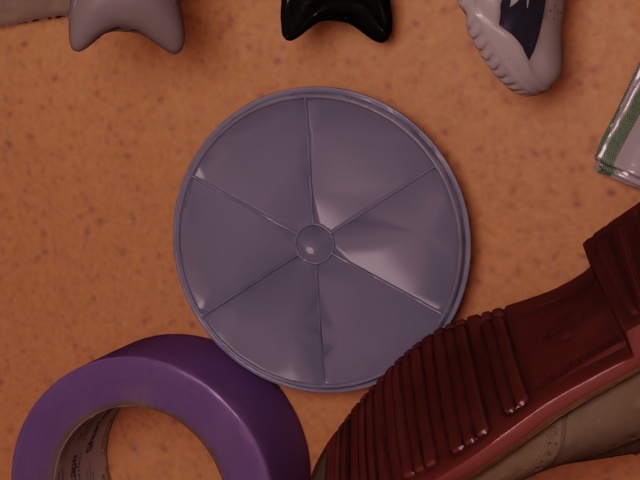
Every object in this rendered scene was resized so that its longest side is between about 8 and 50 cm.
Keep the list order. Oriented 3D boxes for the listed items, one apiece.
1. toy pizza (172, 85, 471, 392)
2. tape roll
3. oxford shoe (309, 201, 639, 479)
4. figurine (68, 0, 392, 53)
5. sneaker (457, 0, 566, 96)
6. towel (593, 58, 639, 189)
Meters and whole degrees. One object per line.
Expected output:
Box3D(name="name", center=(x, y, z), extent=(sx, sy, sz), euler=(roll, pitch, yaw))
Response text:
Box3D(name="toy pizza", center=(0.000, 0.000, 0.803), extent=(0.201, 0.032, 0.201), euler=(2, 99, 16))
Box3D(name="tape roll", center=(-0.107, 0.163, 0.834), extent=(0.189, 0.080, 0.188), euler=(3, 98, 18))
Box3D(name="oxford shoe", center=(0.143, 0.103, 0.722), extent=(0.348, 0.123, 0.130), euler=(-34, 120, 25))
Box3D(name="figurine", center=(-0.061, -0.217, 0.735), extent=(0.215, 0.092, 0.209), euler=(-5, 103, -8))
Box3D(name="sneaker", center=(0.153, -0.207, 0.693), extent=(0.153, 0.094, 0.234), euler=(-7, 85, 27))
Box3D(name="towel", center=(0.251, -0.063, 0.720), extent=(0.152, 0.023, 0.113), euler=(26, 105, 12))
